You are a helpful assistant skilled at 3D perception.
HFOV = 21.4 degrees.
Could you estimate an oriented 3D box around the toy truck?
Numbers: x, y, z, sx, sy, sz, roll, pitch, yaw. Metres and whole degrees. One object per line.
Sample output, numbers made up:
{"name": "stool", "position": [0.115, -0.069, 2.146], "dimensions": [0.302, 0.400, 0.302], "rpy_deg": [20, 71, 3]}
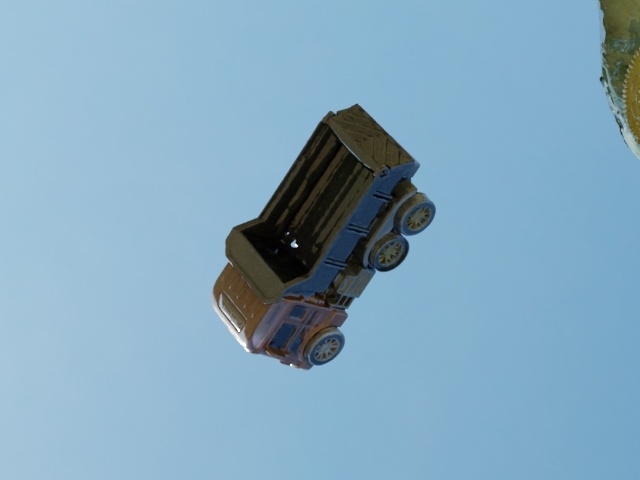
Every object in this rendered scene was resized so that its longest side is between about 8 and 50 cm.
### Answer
{"name": "toy truck", "position": [0.000, 0.000, 1.231], "dimensions": [0.192, 0.092, 0.083], "rpy_deg": [-56, -130, 18]}

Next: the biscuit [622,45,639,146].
{"name": "biscuit", "position": [0.211, -0.087, 0.983], "dimensions": [0.084, 0.023, 0.084], "rpy_deg": [-10, -103, 50]}

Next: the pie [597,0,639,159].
{"name": "pie", "position": [0.236, -0.155, 1.122], "dimensions": [0.054, 0.240, 0.240], "rpy_deg": [-3, -131, 29]}
